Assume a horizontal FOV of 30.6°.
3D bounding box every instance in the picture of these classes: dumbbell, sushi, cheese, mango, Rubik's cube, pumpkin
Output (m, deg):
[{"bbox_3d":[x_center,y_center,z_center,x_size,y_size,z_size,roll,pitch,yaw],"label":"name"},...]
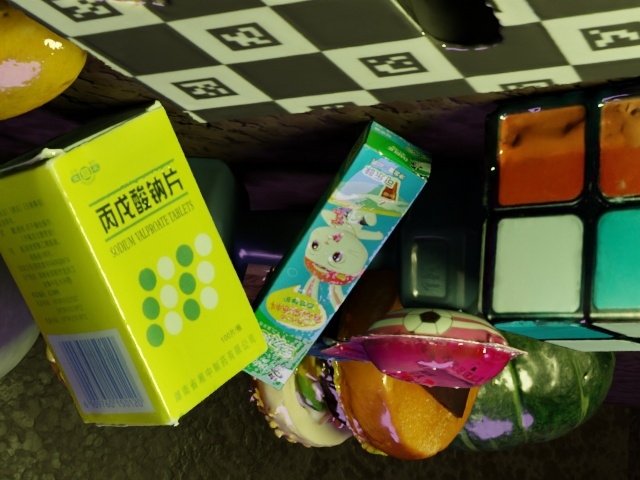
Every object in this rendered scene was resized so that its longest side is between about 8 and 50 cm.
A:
[{"bbox_3d":[0.000,0.000,1.137,0.325,0.144,0.160,2,167,11],"label":"dumbbell"},{"bbox_3d":[-0.001,-0.157,0.561,0.343,0.064,0.359,-3,164,26],"label":"sushi"},{"bbox_3d":[0.077,0.100,1.086,0.244,0.062,0.155,-6,161,43],"label":"cheese"},{"bbox_3d":[-0.244,-0.123,0.776,0.178,0.090,0.115,-2,162,-8],"label":"mango"},{"bbox_3d":[0.239,-0.011,0.896,0.183,0.180,0.167,-8,164,39],"label":"Rubik's cube"},{"bbox_3d":[0.233,0.149,1.541,0.300,0.207,0.300,-15,-166,4],"label":"pumpkin"}]

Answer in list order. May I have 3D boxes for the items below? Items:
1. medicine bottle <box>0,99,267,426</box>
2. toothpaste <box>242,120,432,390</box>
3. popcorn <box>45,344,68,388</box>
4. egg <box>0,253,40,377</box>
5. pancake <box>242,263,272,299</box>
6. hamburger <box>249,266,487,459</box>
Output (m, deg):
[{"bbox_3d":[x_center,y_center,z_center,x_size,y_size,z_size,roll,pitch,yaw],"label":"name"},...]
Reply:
[{"bbox_3d":[-0.172,0.023,0.998,0.141,0.250,0.137,-7,-160,45],"label":"medicine bottle"},{"bbox_3d":[0.004,0.019,1.029,0.065,0.050,0.266,29,121,-8],"label":"toothpaste"},{"bbox_3d":[-0.255,0.071,1.450,0.212,0.259,0.259,-9,170,-7],"label":"popcorn"},{"bbox_3d":[-0.419,0.044,1.232,0.259,0.258,0.352,5,175,-3],"label":"egg"},{"bbox_3d":[-0.039,0.054,1.651,0.295,0.049,0.294,3,168,1],"label":"pancake"},{"bbox_3d":[0.050,0.110,1.336,0.225,0.291,0.291,7,172,34],"label":"hamburger"}]
